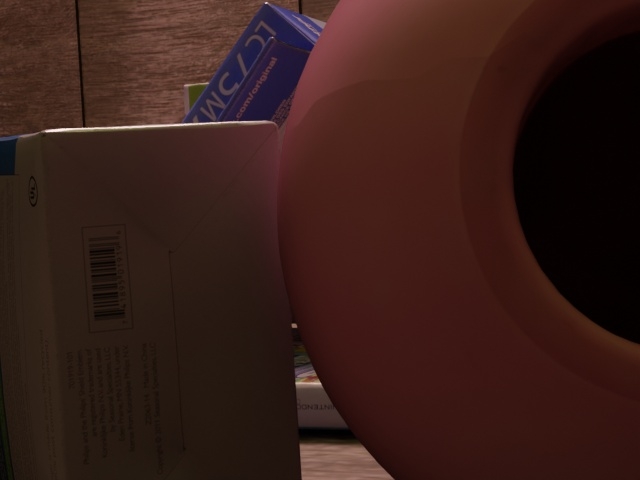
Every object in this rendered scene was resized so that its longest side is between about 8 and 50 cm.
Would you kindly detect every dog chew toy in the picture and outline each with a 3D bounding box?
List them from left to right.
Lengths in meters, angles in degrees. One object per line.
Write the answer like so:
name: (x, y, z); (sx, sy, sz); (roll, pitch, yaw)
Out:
dog chew toy: (0.095, -0.003, 0.511); (0.206, 0.207, 0.332); (-3, -5, 3)

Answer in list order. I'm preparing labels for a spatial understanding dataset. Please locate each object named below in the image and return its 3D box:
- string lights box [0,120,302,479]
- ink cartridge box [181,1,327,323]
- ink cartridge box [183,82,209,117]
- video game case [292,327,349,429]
string lights box: (-0.092, 0.027, 0.564); (0.076, 0.133, 0.259); (-5, 4, -23)
ink cartridge box: (-0.014, -0.036, 0.917); (0.065, 0.186, 0.311); (42, 17, 21)
ink cartridge box: (0.024, -0.051, 1.293); (0.255, 0.189, 0.097); (-2, 5, 20)
video game case: (-0.027, 0.066, 0.782); (0.193, 0.023, 0.212); (-2, 3, 24)
